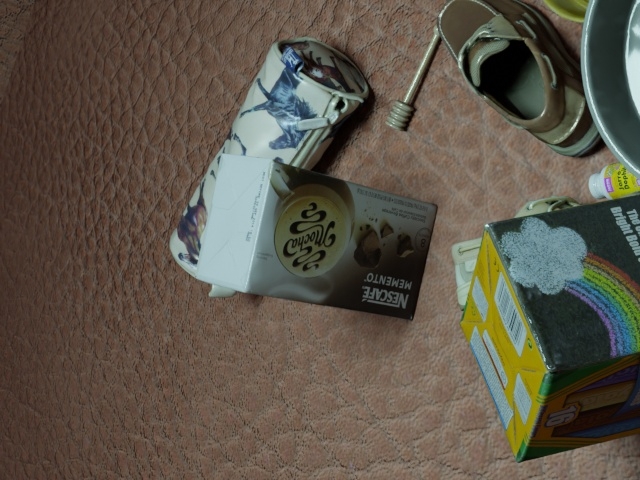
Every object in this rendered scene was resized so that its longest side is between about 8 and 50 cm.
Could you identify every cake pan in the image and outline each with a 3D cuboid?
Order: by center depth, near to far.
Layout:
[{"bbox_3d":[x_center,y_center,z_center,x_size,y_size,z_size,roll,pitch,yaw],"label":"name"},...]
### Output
[{"bbox_3d":[0.379,-0.180,1.041,0.293,0.054,0.293,12,106,49],"label":"cake pan"}]

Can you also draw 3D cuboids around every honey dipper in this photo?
[{"bbox_3d":[0.139,-0.233,1.576,0.030,0.030,0.161,41,110,49],"label":"honey dipper"}]

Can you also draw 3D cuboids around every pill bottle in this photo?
[{"bbox_3d":[0.345,-0.068,1.248,0.083,0.043,0.043,-14,69,50],"label":"pill bottle"}]

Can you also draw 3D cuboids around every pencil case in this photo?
[{"bbox_3d":[-0.085,-0.110,1.722,0.410,0.160,0.183,-59,26,23],"label":"pencil case"}]

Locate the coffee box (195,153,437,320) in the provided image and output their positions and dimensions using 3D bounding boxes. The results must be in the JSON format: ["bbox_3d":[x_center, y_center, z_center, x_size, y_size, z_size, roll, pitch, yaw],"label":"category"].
[{"bbox_3d":[0.000,0.000,1.467,0.119,0.297,0.168,12,89,50],"label":"coffee box"}]

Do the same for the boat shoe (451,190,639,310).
[{"bbox_3d":[0.261,-0.004,1.282,0.302,0.109,0.098,-31,67,50],"label":"boat shoe"}]

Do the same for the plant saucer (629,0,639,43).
[{"bbox_3d":[0.475,-0.280,1.026,0.400,0.100,0.401,13,107,50],"label":"plant saucer"}]

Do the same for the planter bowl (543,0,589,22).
[{"bbox_3d":[0.353,-0.349,1.274,0.217,0.090,0.217,-9,79,49],"label":"planter bowl"}]

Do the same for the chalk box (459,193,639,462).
[{"bbox_3d":[0.311,0.076,1.102,0.179,0.289,0.180,95,162,-52],"label":"chalk box"}]

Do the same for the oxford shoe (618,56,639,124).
[{"bbox_3d":[0.389,-0.216,1.199,0.083,0.096,0.227,40,93,15],"label":"oxford shoe"}]

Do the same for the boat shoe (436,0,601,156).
[{"bbox_3d":[0.232,-0.227,1.379,0.123,0.116,0.324,-61,40,21],"label":"boat shoe"}]
